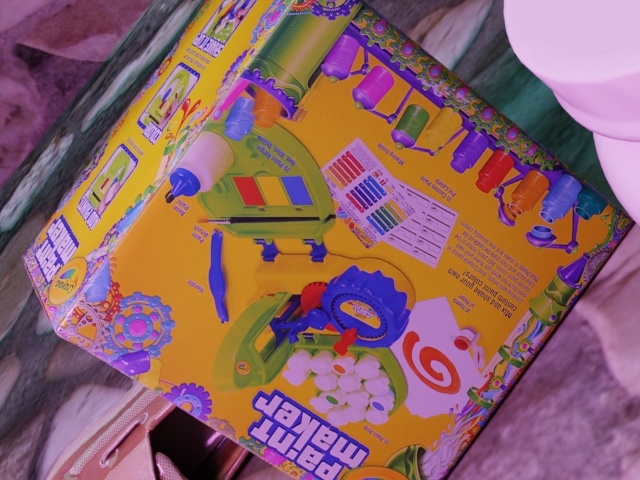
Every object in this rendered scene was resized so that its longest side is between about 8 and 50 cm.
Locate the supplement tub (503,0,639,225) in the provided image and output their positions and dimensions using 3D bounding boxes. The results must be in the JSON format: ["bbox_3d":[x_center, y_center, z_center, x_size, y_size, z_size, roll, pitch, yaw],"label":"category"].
[{"bbox_3d":[0.256,-0.048,0.538,0.241,0.331,0.241,-42,27,27],"label":"supplement tub"}]

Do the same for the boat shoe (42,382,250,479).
[{"bbox_3d":[-0.143,0.198,1.221,0.324,0.123,0.116,-57,26,0],"label":"boat shoe"}]

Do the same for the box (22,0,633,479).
[{"bbox_3d":[0.000,0.000,0.999,0.279,0.290,0.177,-53,24,1],"label":"box"}]
